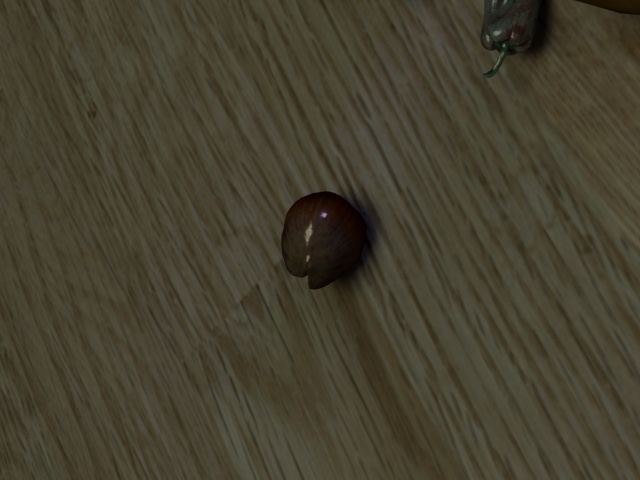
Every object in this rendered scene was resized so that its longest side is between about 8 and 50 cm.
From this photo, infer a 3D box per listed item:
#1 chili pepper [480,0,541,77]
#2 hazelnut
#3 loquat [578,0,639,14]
[{"bbox_3d":[0.155,-0.204,1.179,0.050,0.041,0.153,4,75,25],"label":"chili pepper"},{"bbox_3d":[0.000,0.000,1.304,0.086,0.086,0.086,-1,89,45],"label":"hazelnut"},{"bbox_3d":[0.223,-0.266,0.981,0.235,0.235,0.235,-1,89,45],"label":"loquat"}]
